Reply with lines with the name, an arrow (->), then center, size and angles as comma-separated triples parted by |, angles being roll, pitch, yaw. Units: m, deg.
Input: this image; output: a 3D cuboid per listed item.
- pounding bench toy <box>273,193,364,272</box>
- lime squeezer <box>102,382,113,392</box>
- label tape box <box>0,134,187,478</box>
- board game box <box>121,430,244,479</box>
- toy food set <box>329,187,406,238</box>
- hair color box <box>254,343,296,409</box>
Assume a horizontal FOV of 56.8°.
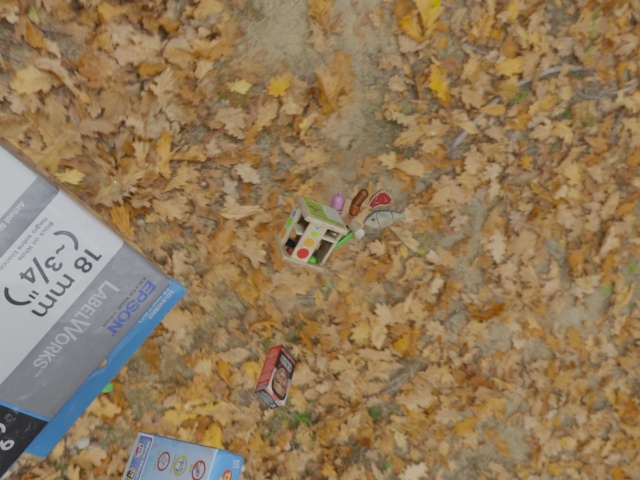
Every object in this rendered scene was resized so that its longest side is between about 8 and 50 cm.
pounding bench toy -> 0.000, 0.000, 0.657 | 0.083, 0.052, 0.065 | 19, 114, -26
lime squeezer -> -0.487, 0.241, 1.044 | 0.110, 0.310, 0.058 | -20, 100, -42
label tape box -> -0.259, 0.076, 0.499 | 0.240, 0.106, 0.333 | -51, 139, -10
board game box -> -0.339, 0.599, 1.300 | 0.086, 0.302, 0.308 | 37, 59, -40
toy food set -> 0.052, -0.039, 0.829 | 0.122, 0.019, 0.078 | -18, 117, 18
hair color box -> -0.106, 0.328, 1.430 | 0.043, 0.141, 0.072 | -24, 118, 27
